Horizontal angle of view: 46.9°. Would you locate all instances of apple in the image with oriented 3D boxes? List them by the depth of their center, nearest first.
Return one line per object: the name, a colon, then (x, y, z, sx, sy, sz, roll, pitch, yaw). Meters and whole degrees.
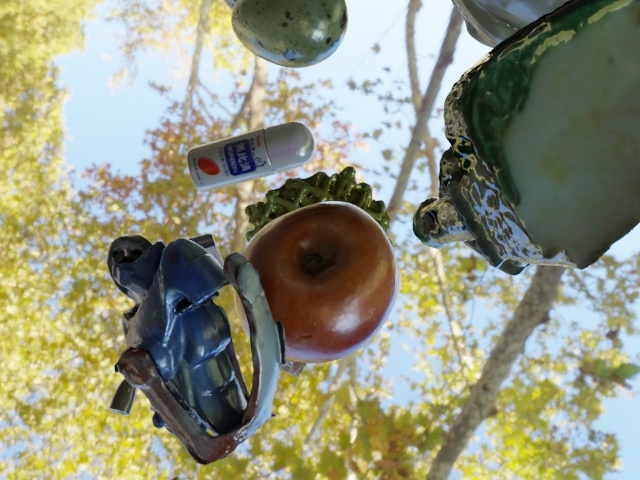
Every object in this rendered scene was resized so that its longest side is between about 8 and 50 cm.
apple: (-0.006, 0.064, 1.175, 0.271, 0.206, 0.252, -16, -129, -9)

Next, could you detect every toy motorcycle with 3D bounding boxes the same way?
toy motorcycle: (-0.161, 0.129, 1.023, 0.240, 0.319, 0.182, -15, -169, 7)

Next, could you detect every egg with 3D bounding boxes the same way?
egg: (-0.059, -0.407, 1.355, 0.228, 0.177, 0.177, 7, -159, 23)

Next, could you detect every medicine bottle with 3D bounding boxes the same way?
medicine bottle: (-0.179, -0.230, 1.994, 0.340, 0.130, 0.130, -13, -153, 9)

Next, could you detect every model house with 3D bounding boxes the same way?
model house: (0.247, -0.111, 0.894, 0.298, 0.284, 0.243, -35, -86, -19)

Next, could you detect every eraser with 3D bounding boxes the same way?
eraser: (-0.236, 0.033, 1.431, 0.081, 0.225, 0.036, -16, -103, -7)

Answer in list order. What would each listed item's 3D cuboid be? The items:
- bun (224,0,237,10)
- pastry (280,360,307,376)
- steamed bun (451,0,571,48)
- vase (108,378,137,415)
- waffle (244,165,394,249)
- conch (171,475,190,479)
bun: (-0.057, -0.571, 1.527, 0.354, 0.194, 0.354, -7, 175, -1)
pastry: (-0.089, 0.286, 2.175, 0.112, 0.265, 0.103, 29, -138, 25)
steamed bun: (0.292, -0.408, 1.123, 0.309, 0.219, 0.324, 37, -132, -25)
vase: (-0.470, 0.368, 1.787, 0.053, 0.053, 0.101, 19, -115, -7)
waffle: (0.000, 0.000, 1.555, 0.316, 0.298, 0.073, -19, 176, -6)
conch: (-0.155, 0.468, 1.060, 0.277, 0.195, 0.220, 58, -169, 16)
